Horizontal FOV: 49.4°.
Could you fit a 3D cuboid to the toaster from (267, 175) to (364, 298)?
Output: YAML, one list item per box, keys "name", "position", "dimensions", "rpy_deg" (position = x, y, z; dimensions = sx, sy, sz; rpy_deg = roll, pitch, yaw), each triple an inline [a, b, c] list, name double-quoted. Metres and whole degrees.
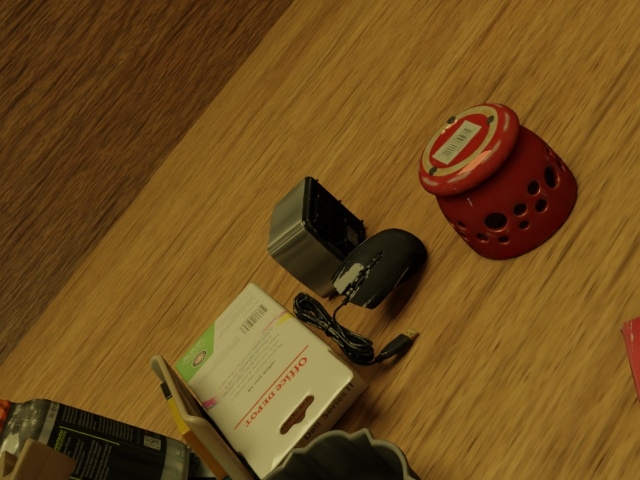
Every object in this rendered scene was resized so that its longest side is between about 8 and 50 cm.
- name: "toaster"
  position: [0.000, 0.000, 1.298]
  dimensions: [0.110, 0.168, 0.186]
  rpy_deg: [-37, 28, 26]

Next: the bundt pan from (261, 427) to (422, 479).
- name: "bundt pan"
  position: [0.024, 0.395, 0.805]
  dimensions: [0.331, 0.124, 0.331]
  rpy_deg: [-35, 31, 25]

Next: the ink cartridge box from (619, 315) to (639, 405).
- name: "ink cartridge box"
  position: [0.333, 0.239, 0.389]
  dimensions: [0.160, 0.279, 0.385]
  rpy_deg: [-29, 33, 32]

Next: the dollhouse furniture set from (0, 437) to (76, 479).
- name: "dollhouse furniture set"
  position: [-0.375, 0.510, 0.939]
  dimensions: [0.362, 0.394, 0.256]
  rpy_deg: [-30, 33, 32]

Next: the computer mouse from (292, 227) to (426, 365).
- name: "computer mouse"
  position: [0.101, 0.076, 1.107]
  dimensions: [0.262, 0.060, 0.184]
  rpy_deg: [-35, 60, -26]

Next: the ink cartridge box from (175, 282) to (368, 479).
- name: "ink cartridge box"
  position: [-0.071, 0.232, 1.116]
  dimensions: [0.207, 0.119, 0.353]
  rpy_deg: [-48, 35, -7]

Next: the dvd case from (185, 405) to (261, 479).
- name: "dvd case"
  position: [-0.156, 0.345, 1.234]
  dimensions: [0.253, 0.022, 0.180]
  rpy_deg: [-19, 41, 43]

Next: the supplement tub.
- name: "supplement tub"
  position: [-0.409, 0.392, 1.160]
  dimensions: [0.207, 0.338, 0.207]
  rpy_deg: [-55, 21, 32]

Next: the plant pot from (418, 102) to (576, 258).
- name: "plant pot"
  position: [0.257, -0.094, 1.042]
  dimensions: [0.191, 0.174, 0.191]
  rpy_deg: [-33, 33, 25]

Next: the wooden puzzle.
- name: "wooden puzzle"
  position: [-0.176, 0.299, 1.062]
  dimensions: [0.044, 0.221, 0.238]
  rpy_deg: [-37, 27, -15]
